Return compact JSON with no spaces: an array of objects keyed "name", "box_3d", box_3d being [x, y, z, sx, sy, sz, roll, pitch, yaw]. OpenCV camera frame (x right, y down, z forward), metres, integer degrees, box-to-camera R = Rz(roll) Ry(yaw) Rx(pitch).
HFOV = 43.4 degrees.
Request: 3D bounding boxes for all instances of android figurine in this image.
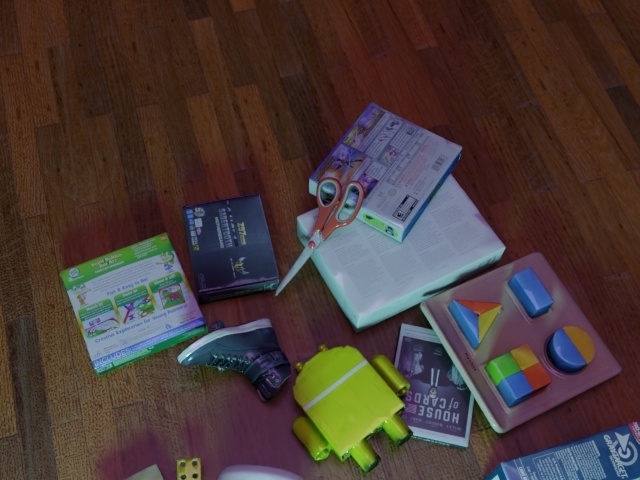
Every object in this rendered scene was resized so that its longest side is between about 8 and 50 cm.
[{"name":"android figurine","box_3d":[0.055,0.329,1.638,0.248,0.056,0.273,-38,62,-13]}]

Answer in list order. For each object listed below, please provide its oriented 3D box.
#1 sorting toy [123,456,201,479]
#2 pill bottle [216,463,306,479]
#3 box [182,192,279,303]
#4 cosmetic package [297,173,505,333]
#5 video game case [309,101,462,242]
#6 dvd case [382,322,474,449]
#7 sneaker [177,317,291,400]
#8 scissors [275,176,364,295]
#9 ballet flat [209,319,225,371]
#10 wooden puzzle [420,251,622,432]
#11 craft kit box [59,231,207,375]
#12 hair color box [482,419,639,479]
[{"name":"sorting toy","box_3d":[-0.337,0.517,1.539,0.275,0.046,0.132,-26,66,-15]},{"name":"pill bottle","box_3d":[-0.124,0.579,1.441,0.182,0.181,0.322,9,62,2]},{"name":"box","box_3d":[-0.203,0.016,1.808,0.184,0.059,0.232,-9,63,-9]},{"name":"cosmetic package","box_3d":[0.176,0.001,1.812,0.377,0.097,0.284,-24,66,-15]},{"name":"video game case","box_3d":[0.147,-0.159,1.816,0.244,0.061,0.269,30,63,15]},{"name":"dvd case","box_3d":[0.236,0.303,1.692,0.179,0.029,0.238,12,61,4]},{"name":"sneaker","box_3d":[-0.164,0.258,1.636,0.226,0.086,0.163,-13,66,-35]},{"name":"scissors","box_3d":[0.000,0.000,1.735,0.109,0.021,0.297,23,89,14]},{"name":"ballet flat","box_3d":[-0.222,0.227,1.711,0.041,0.041,0.114,-3,62,-5]},{"name":"wooden puzzle","box_3d":[0.432,0.196,1.708,0.348,0.080,0.322,-20,64,-21]},{"name":"craft kit box","box_3d":[-0.405,0.132,1.740,0.250,0.061,0.246,-21,67,-13]},{"name":"hair color box","box_3d":[0.503,0.445,1.546,0.347,0.174,0.105,-14,64,-10]}]
